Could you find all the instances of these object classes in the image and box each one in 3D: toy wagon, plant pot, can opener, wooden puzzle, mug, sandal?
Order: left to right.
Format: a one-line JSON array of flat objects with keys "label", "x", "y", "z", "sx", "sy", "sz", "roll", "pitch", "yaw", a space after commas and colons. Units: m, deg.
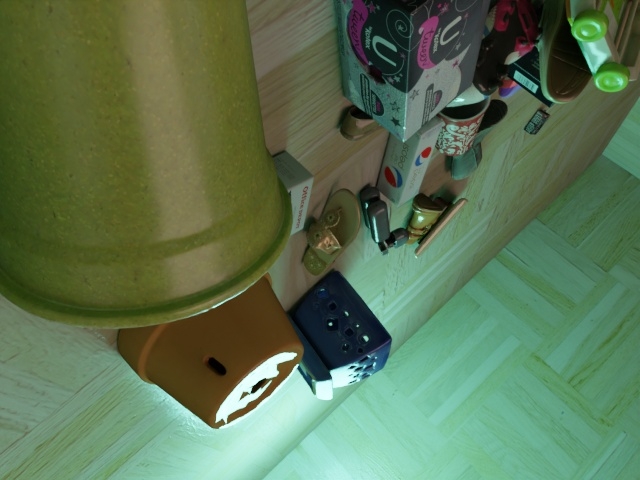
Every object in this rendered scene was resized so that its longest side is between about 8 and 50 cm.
[{"label": "plant pot", "x": -0.153, "y": -0.119, "z": 0.413, "sx": 0.276, "sy": 0.276, "sz": 0.254, "roll": -29, "pitch": 141, "yaw": -35}, {"label": "plant pot", "x": -0.166, "y": 0.179, "z": 0.910, "sx": 0.291, "sy": 0.203, "sz": 0.291, "roll": -38, "pitch": 155, "yaw": -21}, {"label": "sandal", "x": 0.005, "y": 0.004, "z": 1.063, "sx": 0.079, "sy": 0.088, "sz": 0.240, "roll": -34, "pitch": 160, "yaw": -41}, {"label": "plant pot", "x": 0.026, "y": 0.260, "z": 1.354, "sx": 0.212, "sy": 0.236, "sz": 0.236, "roll": -32, "pitch": 154, "yaw": -15}, {"label": "can opener", "x": 0.156, "y": -0.045, "z": 1.243, "sx": 0.095, "sy": 0.076, "sz": 0.283, "roll": -25, "pitch": 155, "yaw": -1}, {"label": "wooden puzzle", "x": 0.359, "y": -0.045, "z": 1.603, "sx": 0.221, "sy": 0.044, "sz": 0.238, "roll": -51, "pitch": 171, "yaw": 10}, {"label": "mug", "x": 0.301, "y": -0.263, "z": 1.097, "sx": 0.150, "sy": 0.113, "sz": 0.169, "roll": -26, "pitch": 159, "yaw": -1}, {"label": "toy wagon", "x": 0.509, "y": -0.449, "z": 0.933, "sx": 0.344, "sy": 0.068, "sz": 0.267, "roll": 41, "pitch": 65, "yaw": -33}]

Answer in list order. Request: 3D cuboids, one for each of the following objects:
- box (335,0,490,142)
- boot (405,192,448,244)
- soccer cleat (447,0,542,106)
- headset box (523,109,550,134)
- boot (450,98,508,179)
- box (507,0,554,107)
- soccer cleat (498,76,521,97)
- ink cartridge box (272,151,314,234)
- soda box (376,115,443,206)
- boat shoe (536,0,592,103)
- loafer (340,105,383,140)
[{"label": "box", "x": 0.125, "y": -0.286, "z": 0.723, "sx": 0.163, "sy": 0.142, "sz": 0.247, "roll": -41, "pitch": 156, "yaw": -13}, {"label": "boot", "x": 0.272, "y": -0.050, "z": 1.459, "sx": 0.152, "sy": 0.073, "sz": 0.197, "roll": -52, "pitch": 154, "yaw": 23}, {"label": "soccer cleat", "x": 0.301, "y": -0.358, "z": 0.982, "sx": 0.143, "sy": 0.116, "sz": 0.331, "roll": -9, "pitch": -149, "yaw": 48}, {"label": "headset box", "x": 0.704, "y": -0.386, "z": 1.696, "sx": 0.062, "sy": 0.032, "sz": 0.083, "roll": -16, "pitch": 142, "yaw": -51}, {"label": "boot", "x": 0.401, "y": -0.250, "z": 1.345, "sx": 0.189, "sy": 0.076, "sz": 0.208, "roll": -36, "pitch": 152, "yaw": 12}, {"label": "box", "x": 0.498, "y": -0.405, "z": 1.136, "sx": 0.158, "sy": 0.156, "sz": 0.093, "roll": -49, "pitch": 168, "yaw": 7}, {"label": "soccer cleat", "x": 0.519, "y": -0.431, "z": 1.221, "sx": 0.248, "sy": 0.095, "sz": 0.083, "roll": -52, "pitch": 157, "yaw": 12}, {"label": "ink cartridge box", "x": -0.103, "y": -0.045, "z": 0.816, "sx": 0.175, "sy": 0.072, "sz": 0.127, "roll": -31, "pitch": 152, "yaw": -31}, {"label": "soda box", "x": 0.181, "y": -0.173, "z": 1.092, "sx": 0.069, "sy": 0.074, "sz": 0.216, "roll": -34, "pitch": 154, "yaw": -27}, {"label": "boat shoe", "x": 0.485, "y": -0.414, "z": 1.045, "sx": 0.098, "sy": 0.109, "sz": 0.303, "roll": 176, "pitch": -76, "yaw": -77}, {"label": "loafer", "x": 0.099, "y": -0.221, "z": 0.895, "sx": 0.148, "sy": 0.056, "sz": 0.050, "roll": -37, "pitch": 162, "yaw": -21}]
